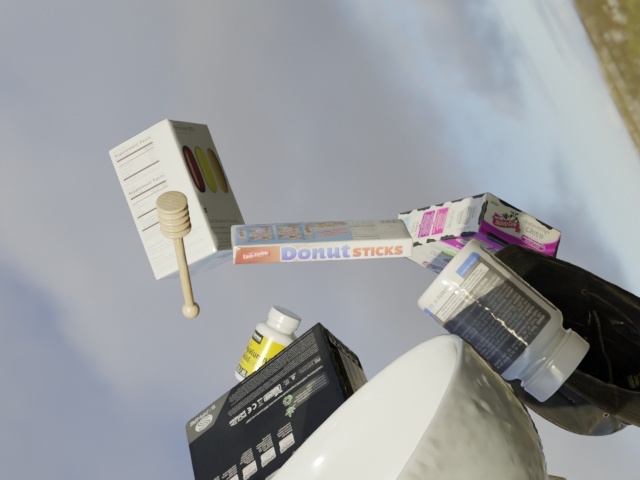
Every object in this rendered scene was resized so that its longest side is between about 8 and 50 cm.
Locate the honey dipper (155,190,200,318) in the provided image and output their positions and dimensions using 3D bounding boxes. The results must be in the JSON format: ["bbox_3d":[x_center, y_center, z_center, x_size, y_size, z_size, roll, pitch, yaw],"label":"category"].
[{"bbox_3d":[-0.135,0.020,1.094,0.160,0.031,0.030,89,173,-45],"label":"honey dipper"}]

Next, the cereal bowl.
[{"bbox_3d":[0.025,0.228,0.717,0.141,0.339,0.339,40,-162,-3],"label":"cereal bowl"}]

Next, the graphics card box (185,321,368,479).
[{"bbox_3d":[-0.024,0.290,1.297,0.094,0.233,0.371,43,-166,-35],"label":"graphics card box"}]

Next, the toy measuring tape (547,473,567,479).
[{"bbox_3d":[0.319,0.387,1.579,0.121,0.330,0.121,7,-90,-72],"label":"toy measuring tape"}]

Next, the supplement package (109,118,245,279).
[{"bbox_3d":[-0.240,-0.071,1.965,0.139,0.134,0.244,-5,-108,-65],"label":"supplement package"}]

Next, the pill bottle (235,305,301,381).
[{"bbox_3d":[-0.072,0.155,1.634,0.065,0.116,0.065,25,-174,-3],"label":"pill bottle"}]

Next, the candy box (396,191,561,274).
[{"bbox_3d":[0.242,0.000,1.799,0.159,0.233,0.071,26,-110,-27],"label":"candy box"}]

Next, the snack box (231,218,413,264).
[{"bbox_3d":[0.000,0.000,1.142,0.064,0.178,0.022,-106,15,-68],"label":"snack box"}]

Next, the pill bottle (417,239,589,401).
[{"bbox_3d":[0.159,0.070,0.979,0.137,0.078,0.078,41,-166,7],"label":"pill bottle"}]

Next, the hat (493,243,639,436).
[{"bbox_3d":[0.320,0.154,1.427,0.331,0.134,0.331,20,-146,-14],"label":"hat"}]
